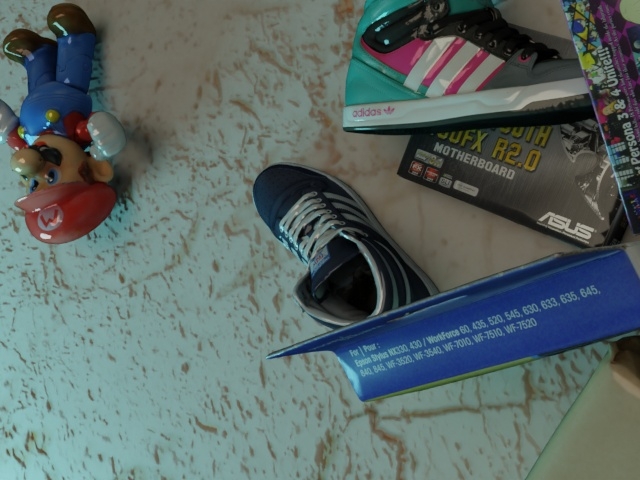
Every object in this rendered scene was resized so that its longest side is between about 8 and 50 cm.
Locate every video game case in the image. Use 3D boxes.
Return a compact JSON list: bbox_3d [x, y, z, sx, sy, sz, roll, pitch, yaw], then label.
[{"bbox_3d":[0.310,-0.139,0.726,0.210,0.042,0.232,-17,97,27],"label":"video game case"}]

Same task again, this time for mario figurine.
[{"bbox_3d":[-0.346,-0.149,1.203,0.198,0.170,0.320,131,133,-55],"label":"mario figurine"}]

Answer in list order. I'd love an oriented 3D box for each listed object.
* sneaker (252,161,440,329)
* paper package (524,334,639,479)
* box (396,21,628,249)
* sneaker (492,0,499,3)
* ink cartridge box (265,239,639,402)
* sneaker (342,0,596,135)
[{"bbox_3d":[0.000,0.000,0.992,0.282,0.153,0.099,44,105,28],"label":"sneaker"},{"bbox_3d":[0.290,0.289,0.740,0.309,0.168,0.325,38,114,29],"label":"paper package"},{"bbox_3d":[0.211,-0.107,0.939,0.231,0.056,0.183,26,97,30],"label":"box"},{"bbox_3d":[0.119,-0.270,1.014,0.152,0.061,0.054,-8,81,31],"label":"sneaker"},{"bbox_3d":[0.167,0.061,0.742,0.303,0.307,0.072,-26,78,49],"label":"ink cartridge box"},{"bbox_3d":[0.153,-0.194,0.888,0.295,0.124,0.178,0,92,31],"label":"sneaker"}]
